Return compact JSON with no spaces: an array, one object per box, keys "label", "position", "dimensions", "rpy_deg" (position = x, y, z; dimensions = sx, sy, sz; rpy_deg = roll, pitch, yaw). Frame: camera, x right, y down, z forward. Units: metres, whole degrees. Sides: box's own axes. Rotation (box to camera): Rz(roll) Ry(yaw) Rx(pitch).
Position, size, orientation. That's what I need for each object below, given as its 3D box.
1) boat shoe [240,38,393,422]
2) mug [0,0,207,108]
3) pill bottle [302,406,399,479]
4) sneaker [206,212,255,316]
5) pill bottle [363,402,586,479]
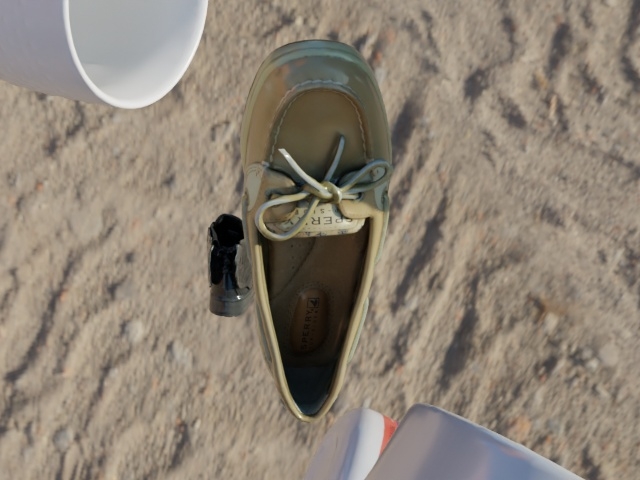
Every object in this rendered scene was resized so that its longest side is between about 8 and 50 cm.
[{"label":"boat shoe","position":[0.000,0.000,0.816],"dimensions":[0.104,0.285,0.089],"rpy_deg":[-4,40,-3]},{"label":"mug","position":[-0.330,-0.327,1.556],"dimensions":[0.328,0.374,0.276],"rpy_deg":[13,98,28]},{"label":"pill bottle","position":[0.138,0.322,1.296],"dimensions":[0.322,0.181,0.182],"rpy_deg":[26,61,-6]},{"label":"sneaker","position":[-0.081,0.011,1.146],"dimensions":[0.051,0.089,0.170],"rpy_deg":[4,24,4]},{"label":"pill bottle","position":[0.030,0.293,0.568],"dimensions":[0.224,0.224,0.392],"rpy_deg":[29,81,9]}]
